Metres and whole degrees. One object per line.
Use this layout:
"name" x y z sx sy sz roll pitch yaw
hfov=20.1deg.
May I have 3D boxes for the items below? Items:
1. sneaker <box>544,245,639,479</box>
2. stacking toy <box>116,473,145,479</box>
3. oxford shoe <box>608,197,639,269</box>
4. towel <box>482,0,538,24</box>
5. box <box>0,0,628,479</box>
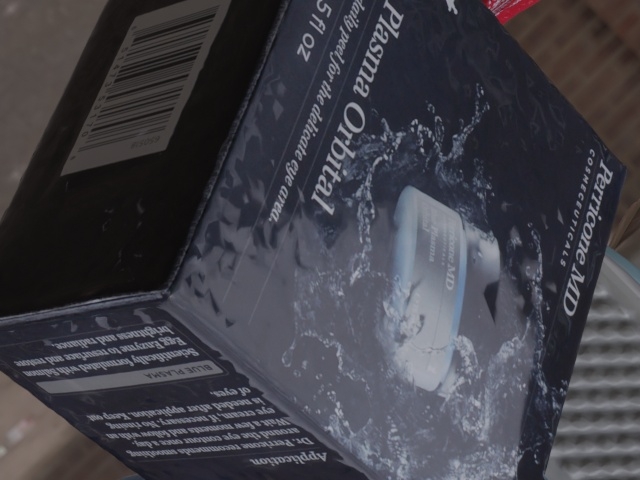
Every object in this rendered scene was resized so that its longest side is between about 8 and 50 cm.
"sneaker" 0.188 0.111 0.909 0.135 0.366 0.150 -41 174 14
"stacking toy" -0.049 0.303 1.242 0.166 0.302 0.175 -12 162 27
"oxford shoe" 0.296 0.050 1.489 0.130 0.169 0.449 -26 -177 43
"towel" 0.147 -0.205 1.681 0.199 0.031 0.275 -34 180 40
"box" 0.000 0.000 0.538 0.093 0.158 0.156 -10 -131 41
